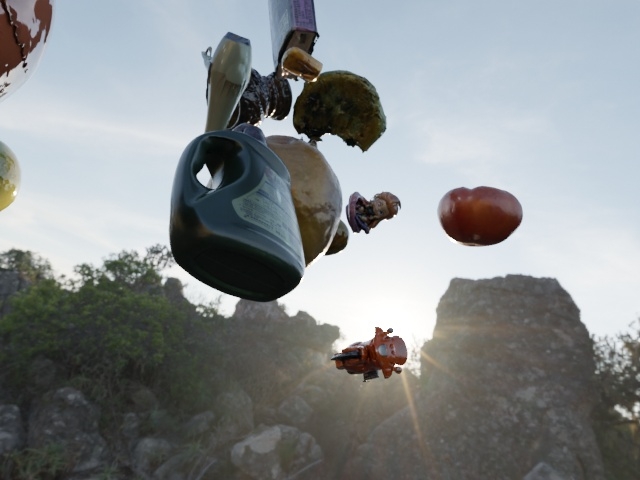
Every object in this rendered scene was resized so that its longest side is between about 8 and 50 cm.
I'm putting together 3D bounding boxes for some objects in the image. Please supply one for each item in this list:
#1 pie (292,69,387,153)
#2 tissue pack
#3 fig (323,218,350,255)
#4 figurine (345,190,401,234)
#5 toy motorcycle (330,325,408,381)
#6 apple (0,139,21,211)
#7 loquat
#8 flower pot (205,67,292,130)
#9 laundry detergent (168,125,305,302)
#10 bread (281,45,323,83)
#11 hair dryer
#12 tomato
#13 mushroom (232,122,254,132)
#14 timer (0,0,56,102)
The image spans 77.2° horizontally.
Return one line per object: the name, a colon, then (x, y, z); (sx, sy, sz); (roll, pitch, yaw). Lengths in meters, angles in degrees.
pie: (0.077, -0.492, 1.534); (0.371, 0.296, 0.078); (11, 22, 6)
tissue pack: (-0.105, -0.781, 1.384); (0.122, 0.361, 0.259); (0, -16, -20)
fig: (0.015, 0.004, 1.352); (0.142, 0.186, 0.148); (32, -8, -3)
figurine: (0.143, -0.087, 1.119); (0.157, 0.126, 0.114); (-19, -4, -3)
toy motorcycle: (0.154, 0.357, 1.237); (0.221, 0.147, 0.325); (-10, -22, 5)
apple: (-0.674, -0.126, 0.749); (0.200, 0.200, 0.200); (12, -19, 4)
loquat: (-0.077, -0.053, 0.646); (0.238, 0.238, 0.193); (6, -22, 22)
flower pot: (-0.267, -0.555, 1.559); (0.267, 0.266, 0.267); (-22, 8, -41)
laundry detergent: (-0.081, -0.054, 0.415); (0.078, 0.221, 0.144); (-34, -45, 29)
bread: (-0.051, -0.467, 1.071); (0.106, 0.053, 0.072); (17, -33, -32)
hair dryer: (-0.185, -0.254, 0.681); (0.067, 0.167, 0.199); (8, 10, -37)
tomato: (0.488, -0.073, 1.260); (0.260, 0.180, 0.260); (5, -10, 1)
mushroom: (-0.129, -0.181, 0.743); (0.130, 0.088, 0.072); (-14, -57, 21)
timer: (-0.289, -0.172, 0.219); (0.230, 0.229, 0.215); (9, 24, 13)
